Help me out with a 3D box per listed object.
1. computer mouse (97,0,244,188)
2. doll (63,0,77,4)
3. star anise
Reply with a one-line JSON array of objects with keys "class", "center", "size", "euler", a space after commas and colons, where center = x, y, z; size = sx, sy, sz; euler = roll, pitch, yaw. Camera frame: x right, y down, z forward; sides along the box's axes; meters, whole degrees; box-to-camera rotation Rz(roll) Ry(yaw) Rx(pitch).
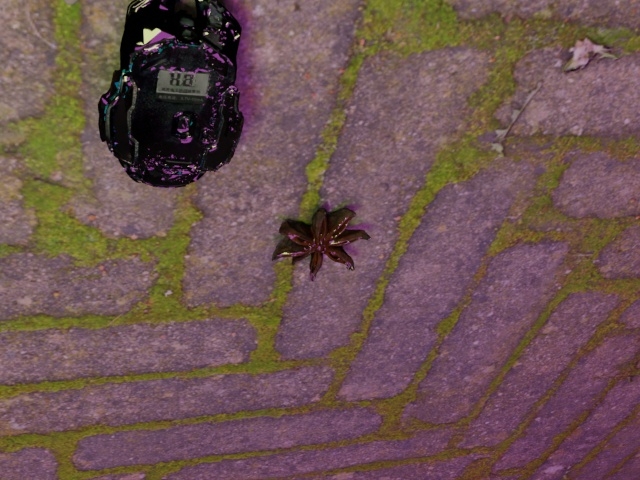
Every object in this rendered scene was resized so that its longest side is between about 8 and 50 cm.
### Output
[{"class": "computer mouse", "center": [-0.153, -0.153, 0.775], "size": [0.146, 0.077, 0.242], "euler": [2, 134, -23]}, {"class": "doll", "center": [-0.192, -0.254, 0.639], "size": [0.207, 0.081, 0.129], "euler": [-2, 146, -22]}, {"class": "star anise", "center": [0.001, -0.002, 1.041], "size": [0.141, 0.042, 0.141], "euler": [-8, 139, -7]}]
